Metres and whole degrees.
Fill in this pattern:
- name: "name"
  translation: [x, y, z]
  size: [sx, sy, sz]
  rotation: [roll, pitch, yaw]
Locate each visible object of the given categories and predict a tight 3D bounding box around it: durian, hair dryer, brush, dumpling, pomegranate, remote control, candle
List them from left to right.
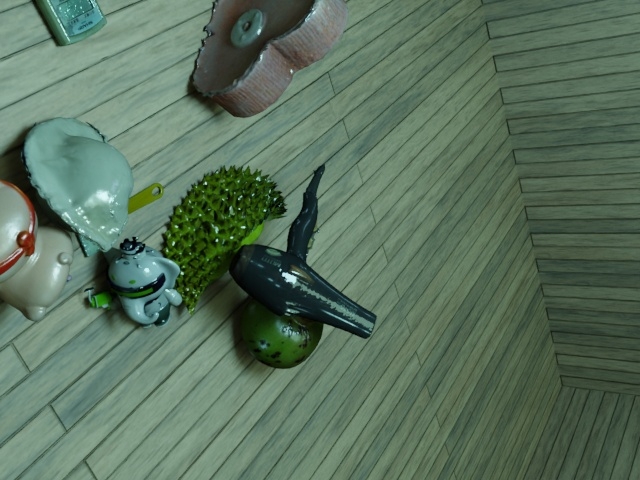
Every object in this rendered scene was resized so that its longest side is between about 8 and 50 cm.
- name: "remote control"
  translation: [-0.425, -0.428, 1.101]
  size: [0.098, 0.038, 0.233]
  rotation: [-49, 129, -40]
- name: "dumpling"
  translation: [-0.384, -0.096, 1.083]
  size: [0.172, 0.142, 0.247]
  rotation: [30, 33, -52]
- name: "brush"
  translation: [-0.347, -0.053, 1.232]
  size: [0.205, 0.011, 0.083]
  rotation: [-41, 121, -46]
- name: "durian"
  translation: [-0.192, -0.027, 1.390]
  size: [0.352, 0.158, 0.169]
  rotation: [-53, 165, -39]
- name: "candle"
  translation: [-0.113, -0.401, 1.372]
  size: [0.317, 0.287, 0.131]
  rotation: [-43, 142, 10]
- name: "pomegranate"
  translation: [-0.063, 0.161, 1.461]
  size: [0.210, 0.179, 0.179]
  rotation: [-45, 141, 12]
- name: "hair dryer"
  translation: [0.000, 0.000, 1.368]
  size: [0.304, 0.120, 0.359]
  rotation: [24, 57, -16]

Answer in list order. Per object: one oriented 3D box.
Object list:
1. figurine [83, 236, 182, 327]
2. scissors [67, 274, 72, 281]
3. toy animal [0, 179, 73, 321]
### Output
- name: "figurine"
  translation: [-0.306, 0.074, 1.198]
  size: [0.126, 0.147, 0.192]
  rotation: [-75, 164, -49]
- name: "scissors"
  translation: [-0.442, 0.064, 1.102]
  size: [0.113, 0.012, 0.039]
  rotation: [-28, 113, -50]
- name: "toy animal"
  translation: [-0.449, 0.008, 0.983]
  size: [0.197, 0.171, 0.171]
  rotation: [53, 50, -49]
